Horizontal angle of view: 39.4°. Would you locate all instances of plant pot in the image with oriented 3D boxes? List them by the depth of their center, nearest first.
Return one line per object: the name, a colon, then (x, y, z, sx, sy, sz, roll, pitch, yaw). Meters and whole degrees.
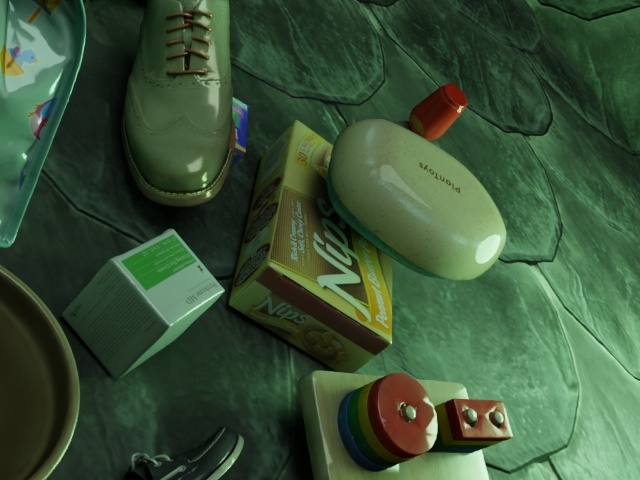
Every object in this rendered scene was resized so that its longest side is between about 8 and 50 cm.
plant pot: (-0.309, 0.117, 0.657, 0.237, 0.110, 0.237, 28, 37, -24)

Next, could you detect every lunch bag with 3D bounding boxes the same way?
lunch bag: (-0.312, -0.157, 0.749, 0.160, 0.262, 0.223, 12, 14, -40)

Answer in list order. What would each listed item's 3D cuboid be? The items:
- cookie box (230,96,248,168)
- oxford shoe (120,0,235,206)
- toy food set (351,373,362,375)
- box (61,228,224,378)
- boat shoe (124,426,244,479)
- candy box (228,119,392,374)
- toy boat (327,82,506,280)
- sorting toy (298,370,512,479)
cookie box: (-0.146, -0.160, 1.203, 0.092, 0.040, 0.107, 28, 38, -26)
oxford shoe: (-0.174, -0.217, 1.092, 0.141, 0.146, 0.396, -1, 52, -10)
toy food set: (0.110, 0.239, 1.052, 0.132, 0.038, 0.192, 17, 42, -37)
box: (-0.173, 0.061, 0.876, 0.087, 0.102, 0.101, 50, 32, 3)
boat shoe: (-0.142, 0.210, 0.774, 0.065, 0.075, 0.206, 51, 38, 3)
candy box: (0.000, 0.000, 1.147, 0.183, 0.087, 0.316, 33, 35, -20)
toy boat: (0.126, -0.078, 1.192, 0.267, 0.148, 0.318, 34, 41, -17)
sorting toy: (0.119, 0.261, 0.949, 0.256, 0.089, 0.257, 12, 57, -41)
